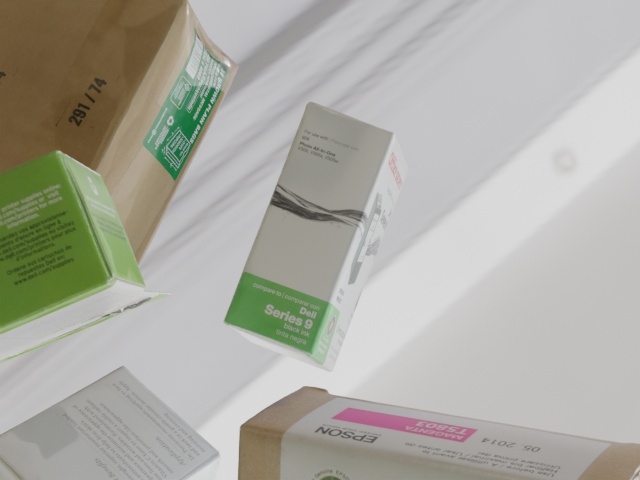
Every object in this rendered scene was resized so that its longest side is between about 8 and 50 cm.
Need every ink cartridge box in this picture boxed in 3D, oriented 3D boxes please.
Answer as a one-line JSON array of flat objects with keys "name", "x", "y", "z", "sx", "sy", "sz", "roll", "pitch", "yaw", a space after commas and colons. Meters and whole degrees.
[{"name": "ink cartridge box", "x": 0.069, "y": 0.203, "z": 0.916, "sx": 0.234, "sy": 0.193, "sz": 0.088, "roll": 7, "pitch": -167, "yaw": 26}, {"name": "ink cartridge box", "x": 0.000, "y": 0.000, "z": 1.949, "sx": 0.121, "sy": 0.211, "sz": 0.289, "roll": 20, "pitch": -96, "yaw": 10}, {"name": "ink cartridge box", "x": -0.225, "y": 0.029, "z": 1.125, "sx": 0.188, "sy": 0.097, "sz": 0.255, "roll": -23, "pitch": 176, "yaw": 2}]

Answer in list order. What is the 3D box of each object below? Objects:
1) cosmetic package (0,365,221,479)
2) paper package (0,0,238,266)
[{"name": "cosmetic package", "x": -0.224, "y": 0.254, "z": 1.567, "sx": 0.151, "sy": 0.151, "sz": 0.183, "roll": 39, "pitch": -135, "yaw": 24}, {"name": "paper package", "x": -0.305, "y": -0.137, "z": 1.820, "sx": 0.309, "sy": 0.168, "sz": 0.325, "roll": 18, "pitch": -106, "yaw": 25}]
